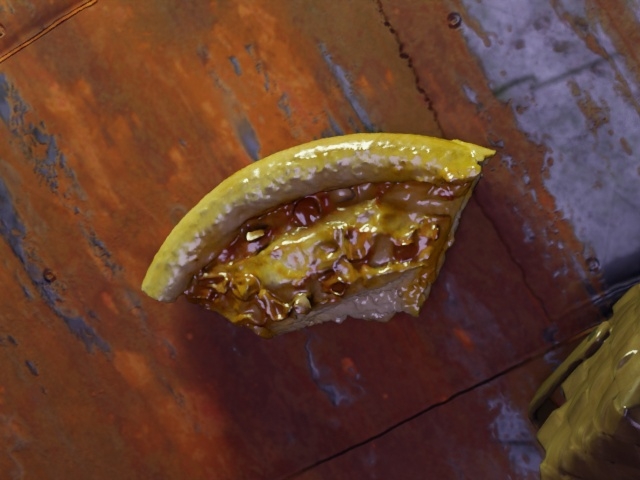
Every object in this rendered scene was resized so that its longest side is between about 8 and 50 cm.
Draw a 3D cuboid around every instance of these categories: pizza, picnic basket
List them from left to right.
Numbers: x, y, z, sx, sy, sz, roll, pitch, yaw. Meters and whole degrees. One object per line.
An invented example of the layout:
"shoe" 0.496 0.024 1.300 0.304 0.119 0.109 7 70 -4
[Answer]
"pizza" 0.000 0.000 1.731 0.365 0.074 0.182 -14 90 17
"picnic basket" 0.330 0.164 1.599 0.254 0.291 0.321 34 151 2
